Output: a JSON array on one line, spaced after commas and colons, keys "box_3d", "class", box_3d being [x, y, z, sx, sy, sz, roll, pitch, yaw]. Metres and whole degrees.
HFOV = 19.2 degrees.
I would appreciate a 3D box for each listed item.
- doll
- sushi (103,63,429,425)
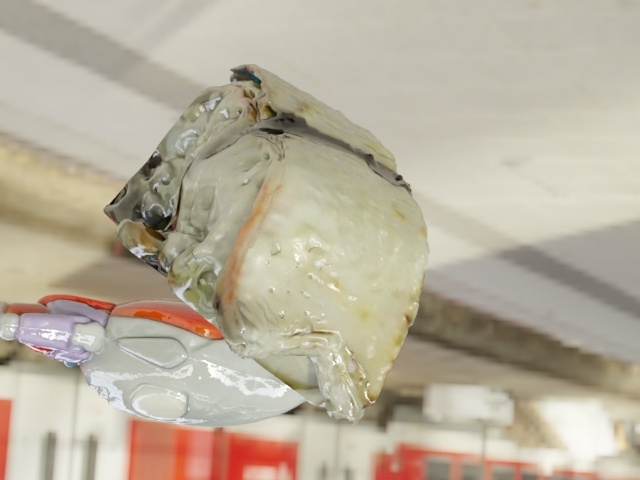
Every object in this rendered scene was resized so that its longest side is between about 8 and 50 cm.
[{"box_3d": [-0.098, 0.068, 1.122, 0.227, 0.075, 0.102, 14, 175, -1], "class": "doll"}, {"box_3d": [-0.013, -0.011, 0.796, 0.134, 0.109, 0.273, 37, 179, -3], "class": "sushi"}]
